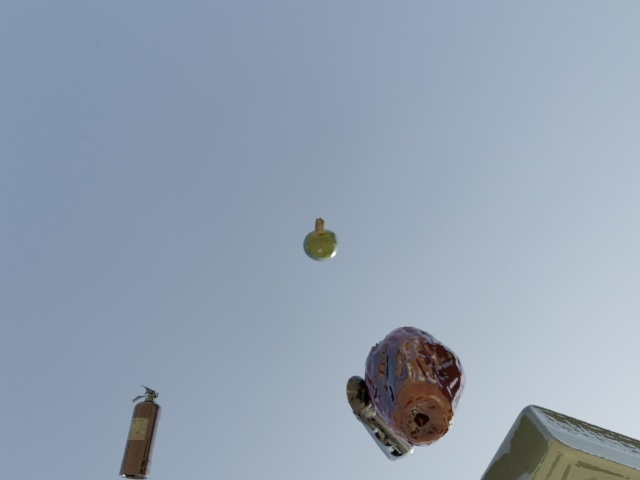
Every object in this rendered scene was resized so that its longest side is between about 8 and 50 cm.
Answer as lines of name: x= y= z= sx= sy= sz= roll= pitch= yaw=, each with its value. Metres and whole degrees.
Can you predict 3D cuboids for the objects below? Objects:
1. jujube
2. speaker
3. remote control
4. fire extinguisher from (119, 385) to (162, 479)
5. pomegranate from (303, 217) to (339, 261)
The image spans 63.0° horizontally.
jujube: x=0.180 y=0.277 z=1.016 sx=0.197 sy=0.290 sz=0.197 roll=1 pitch=-79 yaw=3
speaker: x=0.515 y=0.452 z=0.923 sx=0.406 sy=0.183 sz=0.184 roll=20 pitch=-81 yaw=-6
remote control: x=0.135 y=0.383 z=1.124 sx=0.066 sy=0.090 sz=0.266 roll=-18 pitch=-55 yaw=23
fire extinguisher: x=-0.451 y=0.470 z=1.304 sx=0.099 sy=0.071 sz=0.231 roll=-20 pitch=-130 yaw=24
pomegranate: x=-0.004 y=0.002 z=1.041 sx=0.073 sy=0.073 sz=0.084 roll=-36 pitch=-74 yaw=-9
